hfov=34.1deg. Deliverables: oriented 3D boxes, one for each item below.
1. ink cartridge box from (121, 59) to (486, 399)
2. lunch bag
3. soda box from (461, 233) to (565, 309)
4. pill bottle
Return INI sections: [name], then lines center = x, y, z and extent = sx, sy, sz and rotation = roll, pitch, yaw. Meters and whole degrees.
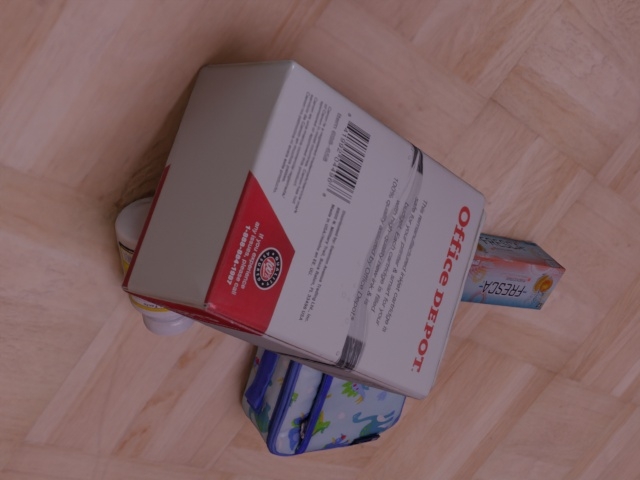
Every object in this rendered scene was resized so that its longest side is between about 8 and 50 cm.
[ink cartridge box]
center = 0.000, 0.000, 0.869
extent = 0.273, 0.114, 0.197
rotation = 29, 75, -43
[lunch bag]
center = 0.018, 0.119, 1.083
extent = 0.176, 0.090, 0.219
rotation = -2, 124, -35
[soda box]
center = 0.192, 0.033, 1.172
extent = 0.183, 0.058, 0.063
rotation = 9, 118, -43
[pill bottle]
center = -0.135, 0.025, 0.890
extent = 0.065, 0.065, 0.116
rotation = -23, 137, -23
